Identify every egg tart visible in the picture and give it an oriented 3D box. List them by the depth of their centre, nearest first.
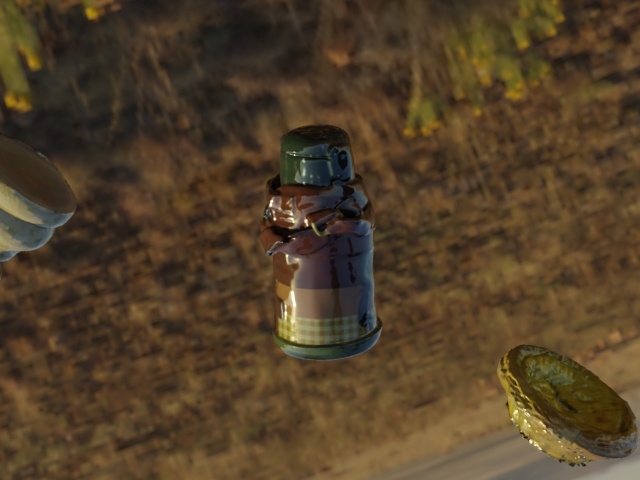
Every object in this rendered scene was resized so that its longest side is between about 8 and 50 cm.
[{"bbox_3d":[0.288,0.205,1.697,0.191,0.191,0.074,-6,131,-51],"label":"egg tart"}]

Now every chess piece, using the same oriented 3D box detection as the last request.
[{"bbox_3d":[-0.417,0.008,1.687,0.261,0.143,0.143,-48,159,18],"label":"chess piece"}]

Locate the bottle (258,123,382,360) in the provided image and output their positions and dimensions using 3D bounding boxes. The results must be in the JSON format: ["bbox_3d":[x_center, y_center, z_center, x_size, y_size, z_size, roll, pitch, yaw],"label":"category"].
[{"bbox_3d":[0.000,0.000,1.687,0.143,0.271,0.156,-18,-158,-39],"label":"bottle"}]
